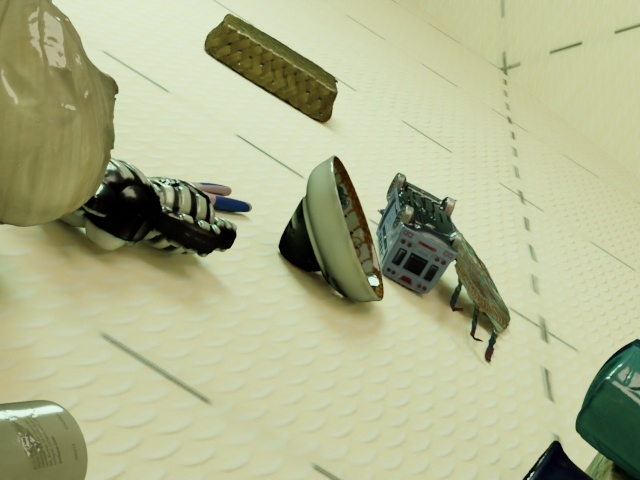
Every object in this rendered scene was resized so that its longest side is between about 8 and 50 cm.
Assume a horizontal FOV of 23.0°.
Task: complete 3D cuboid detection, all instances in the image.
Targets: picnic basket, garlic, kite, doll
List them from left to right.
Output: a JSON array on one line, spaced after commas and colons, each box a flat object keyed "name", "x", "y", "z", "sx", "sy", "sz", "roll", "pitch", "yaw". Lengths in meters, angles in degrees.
[{"name": "garlic", "x": -0.253, "y": -0.092, "z": 1.007, "sx": 0.229, "sy": 0.178, "sz": 0.143, "roll": 21, "pitch": 27, "yaw": 35}, {"name": "doll", "x": -0.144, "y": -0.025, "z": 1.217, "sx": 0.091, "sy": 0.067, "sz": 0.219, "roll": 38, "pitch": 9, "yaw": 31}, {"name": "picnic basket", "x": -0.059, "y": -0.231, "z": 2.078, "sx": 0.193, "sy": 0.055, "sz": 0.110, "roll": 32, "pitch": 15, "yaw": -10}, {"name": "kite", "x": 0.159, "y": 0.057, "z": 1.621, "sx": 0.127, "sy": 0.016, "sz": 0.229, "roll": 54, "pitch": 16, "yaw": -7}]

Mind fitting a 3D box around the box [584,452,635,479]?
[{"name": "box", "x": 0.283, "y": 0.239, "z": 1.250, "sx": 0.164, "sy": 0.069, "sz": 0.256, "roll": 35, "pitch": 15, "yaw": 7}]

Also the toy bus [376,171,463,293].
[{"name": "toy bus", "x": 0.098, "y": -0.009, "z": 1.649, "sx": 0.073, "sy": 0.076, "sz": 0.167, "roll": 27, "pitch": 17, "yaw": -8}]

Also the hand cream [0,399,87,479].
[{"name": "hand cream", "x": -0.181, "y": 0.110, "z": 0.743, "sx": 0.087, "sy": 0.054, "sz": 0.186, "roll": 46, "pitch": 25, "yaw": 26}]

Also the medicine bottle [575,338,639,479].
[{"name": "medicine bottle", "x": 0.298, "y": 0.176, "z": 1.186, "sx": 0.258, "sy": 0.079, "sz": 0.124, "roll": 40, "pitch": 15, "yaw": 25}]

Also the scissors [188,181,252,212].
[{"name": "scissors", "x": -0.104, "y": -0.041, "z": 1.449, "sx": 0.039, "sy": 0.012, "sz": 0.113, "roll": 39, "pitch": 16, "yaw": 23}]

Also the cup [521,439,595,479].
[{"name": "cup", "x": 0.136, "y": 0.274, "z": 0.752, "sx": 0.256, "sy": 0.255, "sz": 0.178, "roll": 39, "pitch": -22, "yaw": 11}]

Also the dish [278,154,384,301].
[{"name": "dish", "x": 0.000, "y": 0.000, "z": 1.444, "sx": 0.141, "sy": 0.078, "sz": 0.141, "roll": -19, "pitch": 90, "yaw": -81}]
